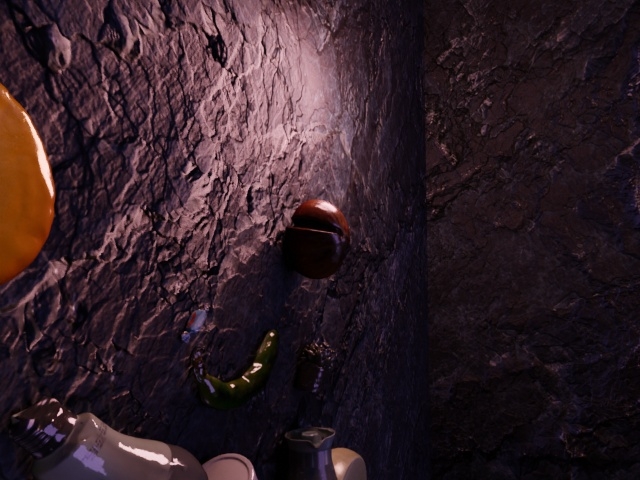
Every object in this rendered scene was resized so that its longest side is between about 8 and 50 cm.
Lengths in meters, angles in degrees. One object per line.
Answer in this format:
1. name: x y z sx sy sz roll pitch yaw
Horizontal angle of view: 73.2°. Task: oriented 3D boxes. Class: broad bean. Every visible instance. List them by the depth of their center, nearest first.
1. broad bean: -0.166 0.278 0.917 0.292 0.050 0.143 5 85 -63

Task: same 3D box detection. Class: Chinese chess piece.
1. Chinese chess piece: 0.054 0.765 1.306 0.250 0.101 0.249 -2 92 -63

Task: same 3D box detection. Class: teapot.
1. teapot: -0.025 0.605 1.106 0.203 0.171 0.224 118 -29 -78

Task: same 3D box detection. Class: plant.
1. plant: -0.013 0.348 1.183 0.094 0.092 0.143 38 65 -50

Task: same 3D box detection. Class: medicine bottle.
1. medicine bottle: -0.162 0.549 0.830 0.144 0.145 0.251 -42 126 -56

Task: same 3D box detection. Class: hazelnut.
1. hazelnut: 0.000 0.000 1.115 0.178 0.178 0.203 34 69 -59

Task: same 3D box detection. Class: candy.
1. candy: -0.236 0.153 0.808 0.083 0.020 0.030 -66 146 -40

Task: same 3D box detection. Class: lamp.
1. lamp: -0.275 0.328 0.604 0.182 0.182 0.313 -36 103 -58

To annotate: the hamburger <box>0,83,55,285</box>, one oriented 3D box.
1. hamburger: -0.374 -0.050 0.366 0.246 0.170 0.245 -8 90 -74
